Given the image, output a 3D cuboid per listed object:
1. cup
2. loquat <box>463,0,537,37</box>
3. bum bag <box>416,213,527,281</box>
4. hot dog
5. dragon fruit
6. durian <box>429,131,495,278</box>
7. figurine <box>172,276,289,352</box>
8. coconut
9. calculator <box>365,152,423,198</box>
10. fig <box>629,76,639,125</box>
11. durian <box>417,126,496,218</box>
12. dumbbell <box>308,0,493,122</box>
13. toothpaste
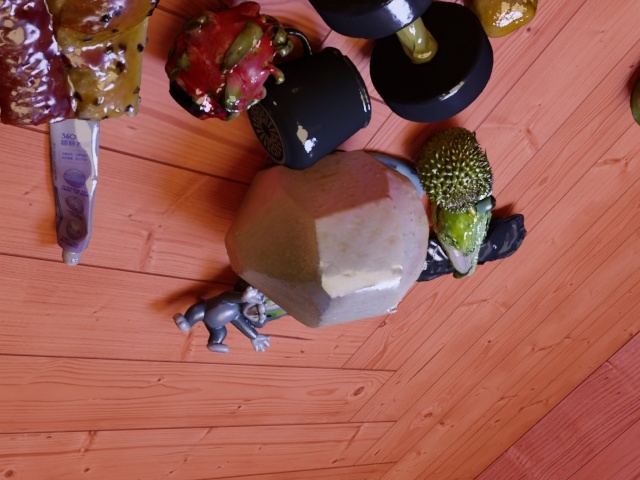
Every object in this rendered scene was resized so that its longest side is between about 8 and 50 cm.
[{"bbox_3d":[-0.026,-0.238,1.270,0.176,0.169,0.223,-28,117,-14],"label":"cup"},{"bbox_3d":[0.307,-0.416,1.351,0.137,0.113,0.137,-1,144,-1],"label":"loquat"},{"bbox_3d":[0.372,0.016,1.933,0.340,0.095,0.144,-14,144,-21],"label":"bum bag"},{"bbox_3d":[-0.345,-0.306,0.902,0.367,0.196,0.365,-8,135,-35],"label":"hot dog"},{"bbox_3d":[-0.131,-0.260,1.139,0.172,0.166,0.160,-47,146,15],"label":"dragon fruit"},{"bbox_3d":[0.312,-0.056,1.754,0.106,0.132,0.375,-13,128,-18],"label":"durian"},{"bbox_3d":[-0.163,0.143,1.633,0.265,0.140,0.193,-16,120,-2],"label":"figurine"},{"bbox_3d":[0.000,0.000,1.417,0.352,0.353,0.353,-21,144,-16],"label":"coconut"},{"bbox_3d":[0.096,-0.095,1.623,0.298,0.041,0.185,11,126,-44],"label":"calculator"},{"bbox_3d":[0.832,-0.363,1.778,0.275,0.206,0.206,-62,145,-9],"label":"fig"},{"bbox_3d":[0.266,-0.139,1.605,0.146,0.159,0.198,-18,149,1],"label":"durian"},{"bbox_3d":[0.129,-0.340,1.213,0.203,0.204,0.322,-39,145,8],"label":"dumbbell"},{"bbox_3d":[-0.391,-0.083,1.254,0.075,0.048,0.301,9,126,-8],"label":"toothpaste"}]
